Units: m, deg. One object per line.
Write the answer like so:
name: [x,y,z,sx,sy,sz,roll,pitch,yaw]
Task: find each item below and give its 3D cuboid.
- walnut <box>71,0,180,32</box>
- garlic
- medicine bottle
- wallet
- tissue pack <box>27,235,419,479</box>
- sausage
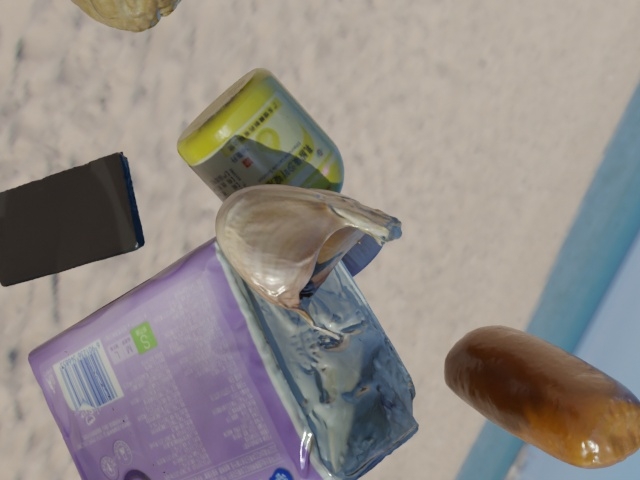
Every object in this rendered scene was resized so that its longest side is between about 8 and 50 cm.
walnut: [-0.110,-0.164,0.714,0.079,0.082,0.096,-48,142,-30]
garlic: [-0.012,0.003,0.997,0.099,0.124,0.174,-64,168,8]
medicine bottle: [-0.030,-0.055,1.272,0.122,0.212,0.122,-40,-167,11]
wallet: [-0.326,-0.023,1.635,0.025,0.244,0.124,-5,81,-60]
tissue pack: [-0.096,0.138,1.227,0.338,0.242,0.160,-28,177,42]
sausage: [0.202,0.139,1.195,0.098,0.238,0.098,-8,107,-28]
